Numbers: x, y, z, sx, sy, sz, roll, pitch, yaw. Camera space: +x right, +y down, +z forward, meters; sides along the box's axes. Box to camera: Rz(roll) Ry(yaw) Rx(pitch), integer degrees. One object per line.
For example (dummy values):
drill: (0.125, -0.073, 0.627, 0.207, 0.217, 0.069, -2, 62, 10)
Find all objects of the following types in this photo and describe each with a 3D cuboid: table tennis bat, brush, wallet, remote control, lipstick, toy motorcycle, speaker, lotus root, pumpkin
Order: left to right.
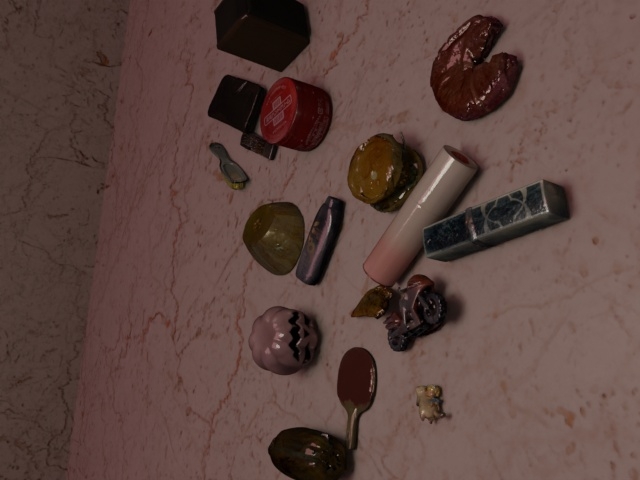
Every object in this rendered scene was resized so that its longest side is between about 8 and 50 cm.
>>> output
brush: (-0.314, -0.242, 2.111, 0.297, 0.068, 0.060, -126, 35, -48)
wallet: (-0.287, -0.464, 2.114, 0.309, 0.042, 0.165, 34, 104, 52)
remote control: (-0.197, -0.302, 1.990, 0.212, 0.028, 0.059, 33, 112, 51)
speaker: (-0.176, -0.635, 1.869, 0.192, 0.230, 0.153, -31, 59, 45)
pumpkin: (-0.148, -0.015, 1.802, 0.217, 0.110, 0.218, -27, 56, 49)
lotus root: (-0.031, 0.515, 1.510, 0.241, 0.123, 0.124, -12, 46, 54)
table tennis bat: (0.081, 0.370, 1.482, 0.131, 0.022, 0.235, -6, 76, 51)
toy motorcycle: (0.196, 0.151, 1.335, 0.212, 0.084, 0.118, -52, 45, 49)
lipstick: (0.209, -0.047, 1.353, 0.327, 0.087, 0.087, -58, 43, 26)
lipstick: (0.328, -0.033, 1.206, 0.289, 0.076, 0.078, -24, 61, 45)

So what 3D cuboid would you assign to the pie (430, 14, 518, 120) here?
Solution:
pie: (0.316, -0.356, 1.313, 0.204, 0.054, 0.219, -50, 46, 33)

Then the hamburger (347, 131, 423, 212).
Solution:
hamburger: (0.154, -0.158, 1.442, 0.177, 0.113, 0.186, 37, 104, 55)

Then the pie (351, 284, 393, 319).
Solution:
pie: (0.121, 0.143, 1.443, 0.092, 0.034, 0.170, -60, 14, -11)

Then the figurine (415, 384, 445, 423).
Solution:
figurine: (0.227, 0.329, 1.287, 0.050, 0.047, 0.083, -32, 50, 27)

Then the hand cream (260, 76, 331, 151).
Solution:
hand cream: (-0.069, -0.348, 1.753, 0.193, 0.125, 0.193, -16, 69, 49)

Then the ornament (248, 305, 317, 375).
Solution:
ornament: (-0.092, 0.260, 1.630, 0.177, 0.177, 0.178, -16, 70, 50)

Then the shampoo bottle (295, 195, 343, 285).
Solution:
shampoo bottle: (0.000, 0.000, 1.644, 0.087, 0.049, 0.234, 36, 110, 48)
